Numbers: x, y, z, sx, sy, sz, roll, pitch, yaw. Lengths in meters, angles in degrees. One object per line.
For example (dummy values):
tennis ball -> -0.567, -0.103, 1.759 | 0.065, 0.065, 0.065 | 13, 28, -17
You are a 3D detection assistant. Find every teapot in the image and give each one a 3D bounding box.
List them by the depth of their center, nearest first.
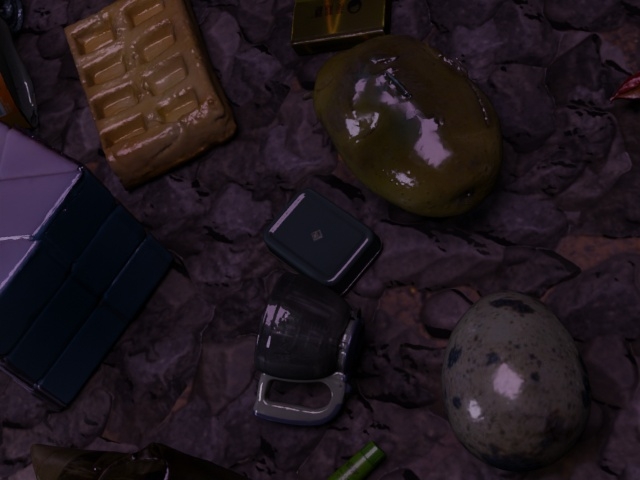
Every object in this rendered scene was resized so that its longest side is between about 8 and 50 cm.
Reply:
teapot -> -0.012, 0.113, 1.251 | 0.108, 0.111, 0.149 | 15, 64, 13

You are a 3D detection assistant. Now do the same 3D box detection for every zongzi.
zongzi -> -0.225, 0.353, 1.210 | 0.318, 0.154, 0.289 | -3, 65, 42

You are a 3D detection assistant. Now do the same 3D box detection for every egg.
egg -> 0.184, 0.131, 1.143 | 0.141, 0.141, 0.181 | -14, 55, 14

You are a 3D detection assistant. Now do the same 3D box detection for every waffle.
waffle -> -0.220, -0.208, 1.525 | 0.168, 0.057, 0.274 | -26, 57, 6

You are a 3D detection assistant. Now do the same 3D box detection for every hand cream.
hand cream -> 0.015, 0.251, 1.217 | 0.122, 0.023, 0.036 | -43, 61, 1

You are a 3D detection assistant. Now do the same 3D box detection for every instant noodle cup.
instant noodle cup -> -0.478, -0.196, 1.535 | 0.182, 0.230, 0.230 | -20, 58, 1

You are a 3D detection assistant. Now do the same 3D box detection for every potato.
potato -> 0.098, -0.129, 1.309 | 0.169, 0.143, 0.248 | -43, 57, 9

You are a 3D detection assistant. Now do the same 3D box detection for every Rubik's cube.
Rubik's cube -> -0.347, 0.018, 1.359 | 0.221, 0.224, 0.231 | 28, 76, 30

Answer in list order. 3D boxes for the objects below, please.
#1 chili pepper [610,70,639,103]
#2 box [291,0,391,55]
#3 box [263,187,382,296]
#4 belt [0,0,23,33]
chili pepper -> 0.436, -0.194, 1.269 | 0.268, 0.059, 0.050 | -18, 21, 15
box -> 0.030, -0.325, 1.505 | 0.121, 0.030, 0.193 | -6, 62, 19
box -> 0.000, 0.000, 1.347 | 0.126, 0.031, 0.091 | 37, 81, 33
belt -> -0.490, -0.334, 1.557 | 0.072, 0.302, 0.087 | -2, 81, 18
